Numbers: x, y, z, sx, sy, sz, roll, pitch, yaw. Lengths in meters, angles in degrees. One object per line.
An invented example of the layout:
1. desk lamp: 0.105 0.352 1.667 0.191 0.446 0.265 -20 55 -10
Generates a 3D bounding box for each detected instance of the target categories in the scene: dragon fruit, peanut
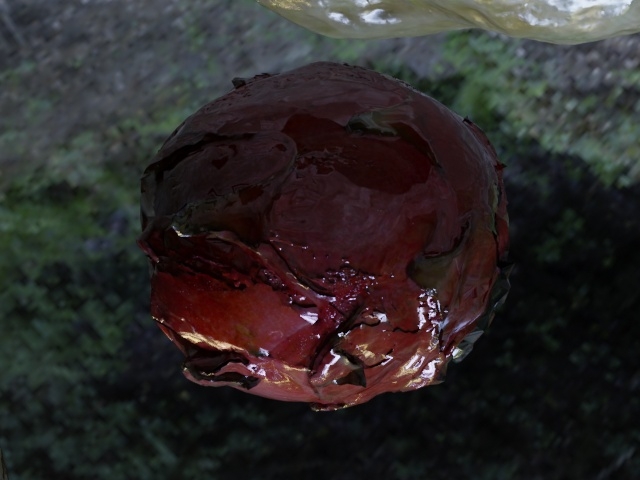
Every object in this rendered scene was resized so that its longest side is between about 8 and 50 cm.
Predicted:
1. dragon fruit: 0.000 0.000 1.411 0.302 0.295 0.295 -6 126 -7
2. peanut: 0.109 -0.217 1.197 0.387 0.192 0.169 -1 116 29

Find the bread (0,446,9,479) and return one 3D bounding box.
1. bread: -0.353 0.157 1.125 0.191 0.370 0.314 -30 120 8
